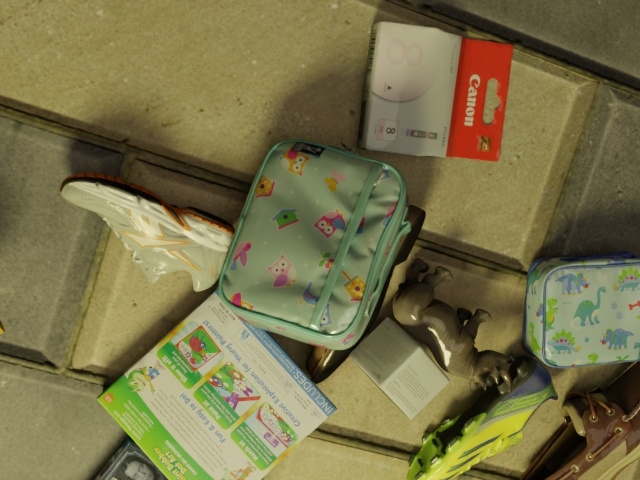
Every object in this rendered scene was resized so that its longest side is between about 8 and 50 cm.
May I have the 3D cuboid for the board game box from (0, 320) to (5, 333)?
[{"bbox_3d":[-0.604,0.073,1.251,0.316,0.064,0.242,-25,76,-9],"label":"board game box"}]

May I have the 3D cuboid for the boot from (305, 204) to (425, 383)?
[{"bbox_3d":[0.039,0.067,1.458,0.115,0.112,0.305,28,97,15],"label":"boot"}]

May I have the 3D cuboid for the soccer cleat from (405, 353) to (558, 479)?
[{"bbox_3d":[0.258,0.308,1.533,0.289,0.093,0.121,-44,108,-4],"label":"soccer cleat"}]

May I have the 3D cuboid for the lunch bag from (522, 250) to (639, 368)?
[{"bbox_3d":[0.434,0.106,1.545,0.218,0.090,0.176,-4,100,-13],"label":"lunch bag"}]

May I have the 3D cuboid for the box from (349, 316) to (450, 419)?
[{"bbox_3d":[0.118,0.191,1.463,0.087,0.102,0.101,-44,127,-3],"label":"box"}]

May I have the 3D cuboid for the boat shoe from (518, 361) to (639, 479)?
[{"bbox_3d":[0.443,0.299,1.565,0.123,0.123,0.342,38,95,-17],"label":"boat shoe"}]

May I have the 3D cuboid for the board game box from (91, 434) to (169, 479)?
[{"bbox_3d":[-0.296,0.434,1.444,0.165,0.042,0.243,38,88,-16],"label":"board game box"}]

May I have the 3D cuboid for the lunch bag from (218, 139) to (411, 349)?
[{"bbox_3d":[0.000,0.000,1.349,0.224,0.108,0.279,17,77,18],"label":"lunch bag"}]

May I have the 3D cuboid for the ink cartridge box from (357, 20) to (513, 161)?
[{"bbox_3d":[0.179,-0.218,1.453,0.232,0.066,0.189,5,97,-10],"label":"ink cartridge box"}]

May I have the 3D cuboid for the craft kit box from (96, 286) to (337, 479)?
[{"bbox_3d":[-0.148,0.236,1.411,0.246,0.061,0.250,-42,89,-7],"label":"craft kit box"}]

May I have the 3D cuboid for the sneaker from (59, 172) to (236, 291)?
[{"bbox_3d":[-0.247,-0.006,1.363,0.262,0.099,0.121,23,97,-15],"label":"sneaker"}]

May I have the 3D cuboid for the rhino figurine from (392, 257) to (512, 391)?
[{"bbox_3d":[0.205,0.144,1.478,0.243,0.073,0.106,46,65,-5],"label":"rhino figurine"}]
